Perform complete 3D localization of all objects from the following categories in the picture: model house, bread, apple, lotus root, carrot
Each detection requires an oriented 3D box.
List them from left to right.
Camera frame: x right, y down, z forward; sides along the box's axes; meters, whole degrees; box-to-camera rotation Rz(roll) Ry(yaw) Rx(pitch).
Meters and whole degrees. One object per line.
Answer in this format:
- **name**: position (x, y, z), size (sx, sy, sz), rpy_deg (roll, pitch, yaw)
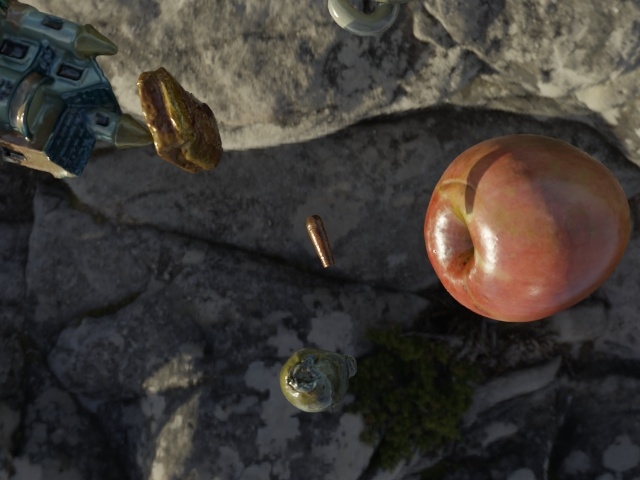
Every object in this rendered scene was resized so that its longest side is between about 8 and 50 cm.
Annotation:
- **model house**: position (-0.436, -0.236, 1.304), size (0.325, 0.267, 0.194), rpy_deg (18, 159, 2)
- **bread**: position (-0.217, -0.186, 1.218), size (0.077, 0.271, 0.139), rpy_deg (-17, 86, 2)
- **lotus root**: position (-0.002, 0.182, 1.034), size (0.088, 0.165, 0.088), rpy_deg (0, 90, 21)
- **carrot**: position (0.000, 0.000, 1.326), size (0.032, 0.032, 0.093), rpy_deg (-20, 83, 9)
- **apple**: position (0.392, -0.027, 1.470), size (0.364, 0.364, 0.363), rpy_deg (-2, 124, -3)

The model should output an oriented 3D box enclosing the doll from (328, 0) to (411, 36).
- **doll**: position (0.133, -0.479, 1.117), size (0.215, 0.226, 0.370), rpy_deg (1, 165, -16)
